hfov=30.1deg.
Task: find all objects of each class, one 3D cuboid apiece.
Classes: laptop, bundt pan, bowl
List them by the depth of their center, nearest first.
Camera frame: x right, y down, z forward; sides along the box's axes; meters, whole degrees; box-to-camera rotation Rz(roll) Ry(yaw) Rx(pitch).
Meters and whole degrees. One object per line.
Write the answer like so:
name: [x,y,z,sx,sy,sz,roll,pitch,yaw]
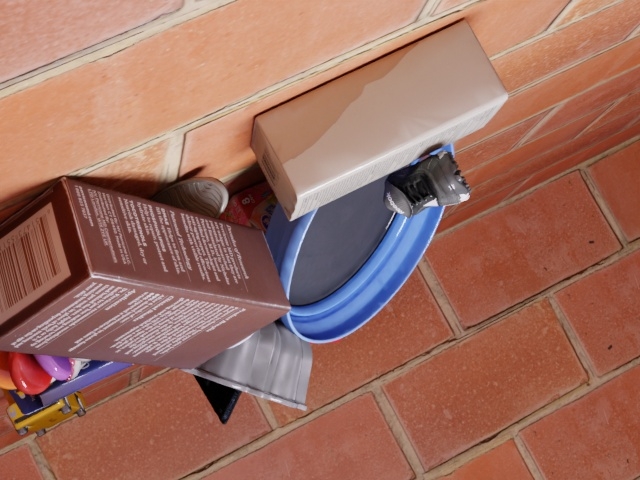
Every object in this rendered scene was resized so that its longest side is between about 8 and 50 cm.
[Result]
bowl: [0.056,-0.027,1.816,0.391,0.077,0.391,-38,146,-32]
bundt pan: [-0.156,0.159,1.885,0.331,0.331,0.124,77,33,-82]
laptop: [-0.135,0.163,2.176,0.136,0.264,0.234,6,121,-37]

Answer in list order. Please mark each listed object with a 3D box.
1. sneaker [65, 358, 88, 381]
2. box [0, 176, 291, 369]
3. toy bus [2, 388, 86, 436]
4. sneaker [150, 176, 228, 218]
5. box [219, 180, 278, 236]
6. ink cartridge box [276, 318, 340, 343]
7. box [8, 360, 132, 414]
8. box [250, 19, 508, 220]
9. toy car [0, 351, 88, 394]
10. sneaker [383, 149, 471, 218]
sneaker: [-0.417,0.156,1.981,0.112,0.121,0.299,-41,-178,-11]
box: [-0.231,0.053,1.490,0.191,0.143,0.381,-32,154,25]
toy bus: [-0.556,0.312,2.388,0.108,0.130,0.332,-26,172,-6]
sneaker: [-0.196,-0.033,1.666,0.222,0.083,0.118,-35,-176,30]
box: [-0.103,0.002,1.947,0.122,0.128,0.257,-24,172,-28]
ink cartridge box: [-0.011,0.118,2.105,0.134,0.078,0.231,0,146,-22]
box: [-0.460,0.221,2.158,0.225,0.136,0.036,-26,132,-20]
box: [0.074,-0.155,1.567,0.311,0.121,0.148,-26,172,-12]
toy car: [-0.398,0.150,1.702,0.182,0.136,0.159,-29,130,10]
sneaker: [0.141,-0.071,1.662,0.106,0.078,0.234,-30,-175,-2]
